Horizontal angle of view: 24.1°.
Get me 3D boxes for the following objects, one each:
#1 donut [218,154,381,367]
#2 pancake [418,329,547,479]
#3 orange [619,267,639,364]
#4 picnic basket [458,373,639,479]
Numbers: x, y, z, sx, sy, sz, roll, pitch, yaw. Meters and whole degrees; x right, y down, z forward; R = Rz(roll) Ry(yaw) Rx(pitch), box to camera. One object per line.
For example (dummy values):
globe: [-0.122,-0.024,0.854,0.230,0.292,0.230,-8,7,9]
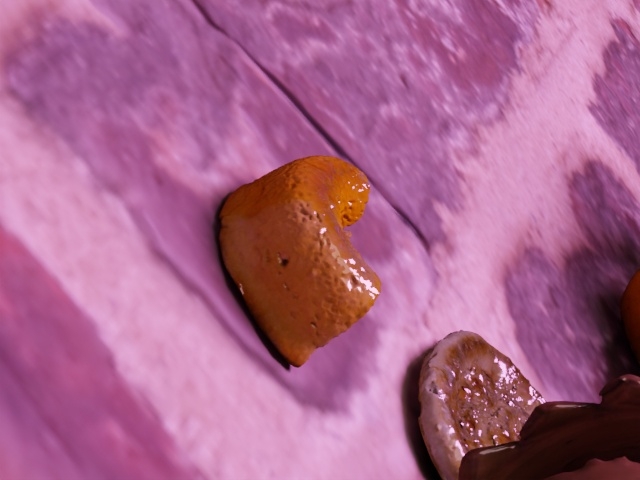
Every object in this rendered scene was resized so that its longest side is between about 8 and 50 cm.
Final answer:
donut: [0.000,0.000,0.532,0.067,0.038,0.083,54,27,7]
pancake: [0.070,0.079,0.580,0.108,0.017,0.108,43,30,-31]
orange: [0.196,0.043,0.791,0.086,0.062,0.086,42,25,-25]
picnic basket: [0.087,0.106,0.441,0.178,0.128,0.137,41,25,-46]
